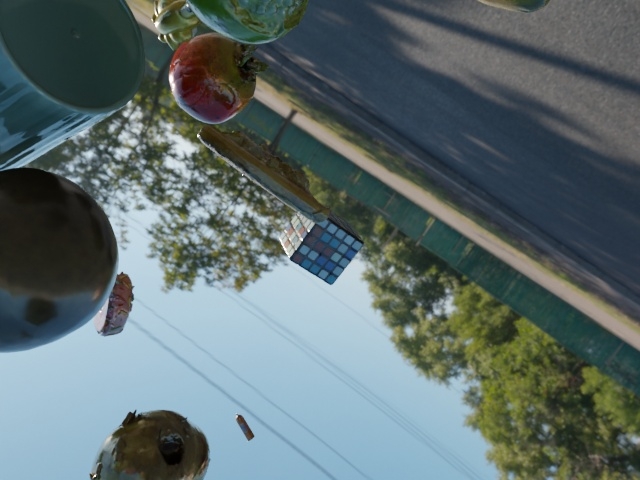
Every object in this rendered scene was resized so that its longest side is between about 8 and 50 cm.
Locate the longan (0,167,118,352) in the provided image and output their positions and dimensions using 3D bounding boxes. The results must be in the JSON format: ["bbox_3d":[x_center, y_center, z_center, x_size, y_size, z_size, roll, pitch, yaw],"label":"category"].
[{"bbox_3d":[-0.497,0.035,0.929,0.318,0.319,0.319,33,-174,-4],"label":"longan"}]

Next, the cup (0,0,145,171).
[{"bbox_3d":[-0.537,-0.346,0.982,0.392,0.402,0.310,-8,176,36],"label":"cup"}]

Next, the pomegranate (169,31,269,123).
[{"bbox_3d":[-0.244,-0.387,1.322,0.235,0.210,0.210,-12,167,21],"label":"pomegranate"}]

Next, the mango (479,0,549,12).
[{"bbox_3d":[0.345,-0.493,1.022,0.195,0.137,0.098,49,-139,15],"label":"mango"}]

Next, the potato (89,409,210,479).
[{"bbox_3d":[-0.241,0.334,0.804,0.140,0.173,0.300,33,151,12],"label":"potato"}]

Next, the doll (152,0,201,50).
[{"bbox_3d":[-0.252,-0.454,1.091,0.291,0.086,0.117,-1,110,52],"label":"doll"}]

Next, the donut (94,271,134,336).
[{"bbox_3d":[-0.654,0.204,1.761,0.085,0.199,0.232,10,166,-31],"label":"donut"}]

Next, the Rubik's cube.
[{"bbox_3d":[0.000,0.000,1.803,0.187,0.182,0.184,33,-168,-23],"label":"Rubik's cube"}]

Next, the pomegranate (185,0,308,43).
[{"bbox_3d":[-0.075,-0.430,0.848,0.301,0.236,0.236,-22,-137,-33],"label":"pomegranate"}]

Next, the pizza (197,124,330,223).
[{"bbox_3d":[-0.112,-0.151,1.231,0.323,0.089,0.223,36,-177,-2],"label":"pizza"}]

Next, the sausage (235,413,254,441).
[{"bbox_3d":[-0.275,0.670,2.007,0.107,0.031,0.031,60,-173,1],"label":"sausage"}]
